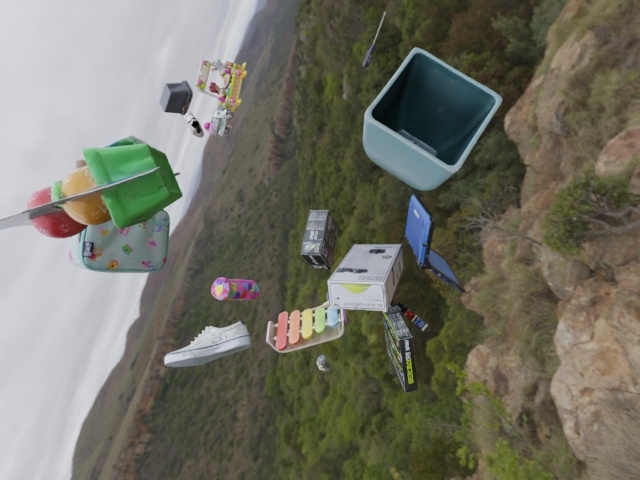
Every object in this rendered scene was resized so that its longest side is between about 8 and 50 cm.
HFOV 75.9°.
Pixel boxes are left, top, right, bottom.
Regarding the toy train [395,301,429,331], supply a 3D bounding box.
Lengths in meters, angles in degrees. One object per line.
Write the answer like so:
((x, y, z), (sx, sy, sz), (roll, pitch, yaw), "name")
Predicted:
((0.268, 0.222, 1.207), (0.027, 0.036, 0.158), (-50, 28, -1), "toy train")

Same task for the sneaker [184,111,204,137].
((-0.408, -0.367, 1.341), (0.040, 0.044, 0.109), (-41, -21, -8), "sneaker")

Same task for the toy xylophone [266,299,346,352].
((-0.051, 0.315, 1.573), (0.236, 0.322, 0.081), (-109, -2, -62), "toy xylophone")

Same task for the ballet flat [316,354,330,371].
((0.008, 0.450, 1.495), (0.114, 0.041, 0.041), (72, -164, -49), "ballet flat")

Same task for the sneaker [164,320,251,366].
((-0.342, 0.314, 1.249), (0.094, 0.257, 0.091), (102, 152, -59), "sneaker")

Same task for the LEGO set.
((-0.257, -0.400, 1.022), (0.132, 0.106, 0.287), (-49, 36, 41), "LEGO set")

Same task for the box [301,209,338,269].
((0.000, 0.000, 1.525), (0.147, 0.077, 0.180), (55, -139, -60), "box")

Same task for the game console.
((0.399, 0.001, 1.406), (0.293, 0.173, 0.251), (-88, 2, -69), "game console")

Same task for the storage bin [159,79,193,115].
((-0.578, -0.562, 1.638), (0.135, 0.091, 0.098), (-45, 70, 45), "storage bin")

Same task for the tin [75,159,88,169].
((-0.538, -0.197, 1.082), (0.106, 0.189, 0.040), (-144, 52, -63), "tin")

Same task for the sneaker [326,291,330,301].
((0.128, 0.156, 1.925), (0.319, 0.131, 0.112), (-41, 32, -28), "sneaker")

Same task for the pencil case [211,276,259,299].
((-0.373, 0.217, 1.825), (0.104, 0.236, 0.105), (-4, 81, 26), "pencil case")

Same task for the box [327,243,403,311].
((0.146, 0.102, 1.239), (0.290, 0.168, 0.087), (-46, -48, -60), "box")

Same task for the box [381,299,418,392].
((0.220, 0.291, 1.156), (0.191, 0.045, 0.184), (-107, 8, -67), "box")

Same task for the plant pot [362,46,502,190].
((0.256, -0.271, 1.063), (0.247, 0.247, 0.252), (-54, -7, -17), "plant pot")

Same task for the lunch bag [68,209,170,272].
((-0.599, -0.017, 1.239), (0.107, 0.279, 0.224), (5, 87, 39), "lunch bag")

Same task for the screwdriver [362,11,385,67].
((0.177, -0.640, 1.317), (0.024, 0.025, 0.170), (-76, 12, -63), "screwdriver")

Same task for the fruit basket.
((-0.476, -0.092, 0.826), (0.327, 0.352, 0.166), (-145, 41, -78), "fruit basket")
